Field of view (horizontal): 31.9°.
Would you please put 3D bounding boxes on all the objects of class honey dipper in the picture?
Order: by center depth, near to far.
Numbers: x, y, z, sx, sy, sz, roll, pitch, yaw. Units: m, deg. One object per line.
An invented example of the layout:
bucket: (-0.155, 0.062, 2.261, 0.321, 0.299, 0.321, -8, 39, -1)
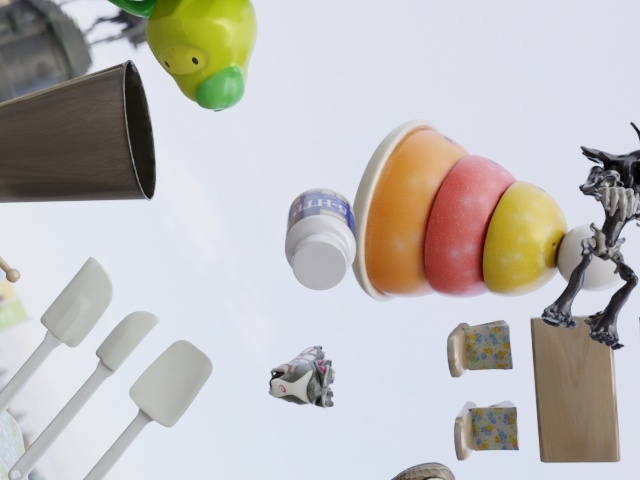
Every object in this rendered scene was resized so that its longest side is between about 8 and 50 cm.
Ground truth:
honey dipper: (-0.426, -0.007, 1.381, 0.161, 0.030, 0.030, 45, -23, 5)

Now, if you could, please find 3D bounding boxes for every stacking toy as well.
stacking toy: (0.322, -0.007, 2.011, 0.480, 0.350, 0.350, 16, -47, 27)

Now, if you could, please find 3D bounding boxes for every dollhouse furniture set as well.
dollhouse furniture set: (0.378, 0.311, 1.636, 0.256, 0.362, 0.393, -19, 104, -74)

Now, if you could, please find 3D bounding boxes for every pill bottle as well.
pill bottle: (0.000, 0.000, 1.751, 0.186, 0.112, 0.112, -90, 167, -65)

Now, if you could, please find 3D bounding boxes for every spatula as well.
spatula: (-0.234, 0.159, 1.091, 0.168, 0.242, 0.019, 40, 8, 1)

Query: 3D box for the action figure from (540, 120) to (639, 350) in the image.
action figure: (0.367, -0.012, 1.330, 0.275, 0.164, 0.141, -68, -163, -7)

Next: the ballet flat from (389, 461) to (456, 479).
ballet flat: (0.058, 0.349, 1.268, 0.084, 0.250, 0.058, 49, 2, -17)

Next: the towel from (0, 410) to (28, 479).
towel: (-0.503, 0.338, 1.556, 0.374, 0.090, 0.320, 69, 0, -57)

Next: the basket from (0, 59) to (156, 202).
basket: (-0.354, -0.132, 1.524, 0.154, 0.227, 0.204, 72, 10, -66)

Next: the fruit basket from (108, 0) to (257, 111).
fruit basket: (-0.211, -0.396, 1.726, 0.283, 0.392, 0.392, 22, 27, -54)

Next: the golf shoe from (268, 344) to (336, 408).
golf shoe: (-0.044, 0.257, 2.153, 0.273, 0.120, 0.105, 171, -81, -84)
